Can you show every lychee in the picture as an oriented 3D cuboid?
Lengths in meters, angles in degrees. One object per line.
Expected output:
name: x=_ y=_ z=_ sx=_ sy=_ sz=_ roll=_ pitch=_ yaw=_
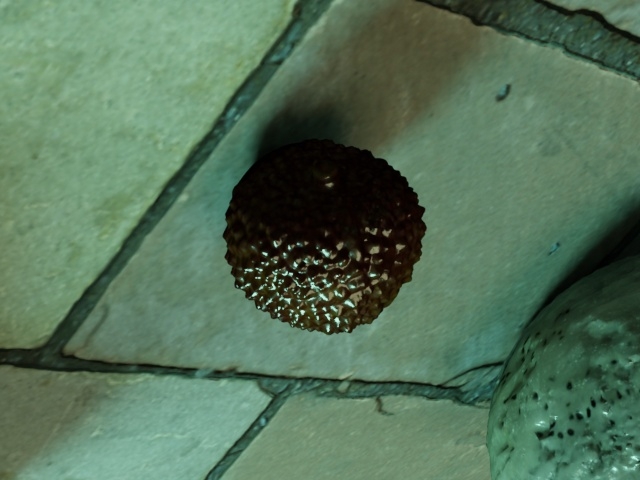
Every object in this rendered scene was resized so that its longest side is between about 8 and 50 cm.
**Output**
lychee: x=0.002 y=-0.002 z=1.006 sx=0.123 sy=0.123 sz=0.129 roll=-33 pitch=155 yaw=-2

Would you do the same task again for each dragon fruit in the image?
dragon fruit: x=0.241 y=0.119 z=1.326 sx=0.221 sy=0.204 sz=0.283 roll=-15 pitch=172 yaw=22
